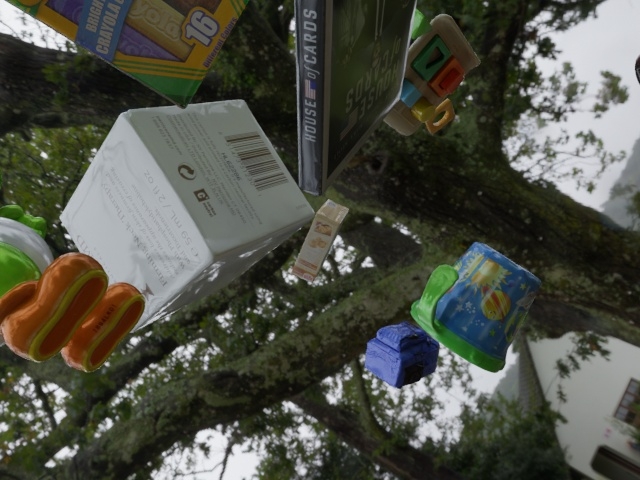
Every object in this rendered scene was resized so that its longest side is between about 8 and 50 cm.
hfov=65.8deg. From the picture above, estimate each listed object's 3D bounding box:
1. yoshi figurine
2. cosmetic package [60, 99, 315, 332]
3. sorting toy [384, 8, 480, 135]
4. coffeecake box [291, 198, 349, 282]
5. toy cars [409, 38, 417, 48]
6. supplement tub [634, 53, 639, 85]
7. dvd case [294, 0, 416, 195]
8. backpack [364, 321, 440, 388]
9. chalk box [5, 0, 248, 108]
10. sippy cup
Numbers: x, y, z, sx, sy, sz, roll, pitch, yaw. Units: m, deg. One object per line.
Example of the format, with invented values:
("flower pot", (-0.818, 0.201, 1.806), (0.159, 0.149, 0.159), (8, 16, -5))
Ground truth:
("yoshi figurine", (-0.360, -0.019, 0.531), (0.203, 0.362, 0.203), (-69, -12, 23))
("cosmetic package", (-0.300, -0.057, 1.115), (0.393, 0.329, 0.327), (-37, -6, 39))
("sorting toy", (0.192, -0.278, 0.890), (0.196, 0.047, 0.347), (-44, -30, 19))
("coffeecake box", (0.000, 0.000, 1.325), (0.142, 0.068, 0.185), (-56, -9, -67))
("toy cars", (0.124, -0.382, 1.042), (0.176, 0.087, 0.394), (31, -132, -20))
("supplement tub", (0.516, -0.260, 0.623), (0.198, 0.106, 0.106), (-39, -36, 9))
("dvd case", (0.035, -0.177, 0.407), (0.179, 0.029, 0.239), (-53, -23, -34))
("backpack", (0.158, 0.201, 0.893), (0.120, 0.098, 0.101), (-3, -68, -36))
("chalk box", (-0.174, -0.233, 0.404), (0.213, 0.132, 0.132), (30, -73, -29))
("sippy cup", (0.359, 0.135, 1.110), (0.224, 0.240, 0.305), (-59, -14, 9))
